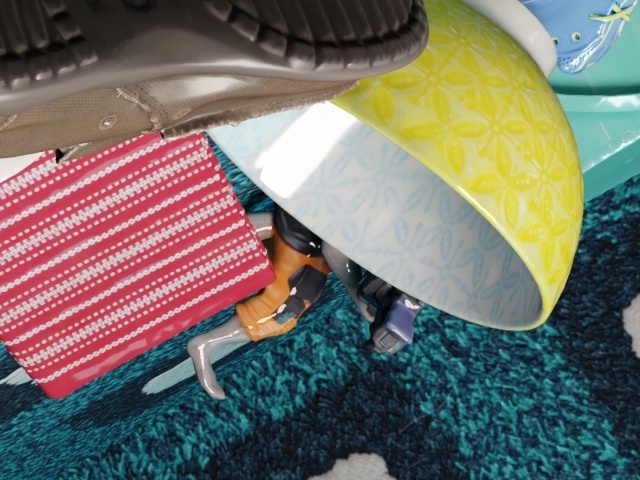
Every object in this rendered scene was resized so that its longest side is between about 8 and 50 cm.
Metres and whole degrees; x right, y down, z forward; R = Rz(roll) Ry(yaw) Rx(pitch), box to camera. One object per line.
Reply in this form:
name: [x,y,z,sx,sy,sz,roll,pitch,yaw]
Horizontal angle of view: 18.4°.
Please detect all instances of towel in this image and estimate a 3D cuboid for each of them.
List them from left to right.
towel: [-0.153,0.000,1.370,0.199,0.031,0.275,-29,145,-2]

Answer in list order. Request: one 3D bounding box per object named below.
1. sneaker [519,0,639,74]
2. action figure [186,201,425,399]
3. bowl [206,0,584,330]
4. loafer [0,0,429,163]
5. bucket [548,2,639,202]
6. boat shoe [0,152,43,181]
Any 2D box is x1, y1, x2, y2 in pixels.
sneaker: [0.200,-0.183,1.317,0.240,0.126,0.091,-11,-173,33]
action figure: [0.000,0.000,1.806,0.330,0.178,0.341,-37,-165,14]
bowl: [0.066,-0.087,1.283,0.156,0.289,0.289,-54,178,-15]
loafer: [-0.100,-0.111,0.971,0.366,0.134,0.130,-9,164,-43]
bucket: [0.210,-0.140,1.620,0.281,0.183,0.281,-29,172,-5]
boat shoe: [-0.165,-0.083,1.049,0.066,0.063,0.184,-18,-161,29]
